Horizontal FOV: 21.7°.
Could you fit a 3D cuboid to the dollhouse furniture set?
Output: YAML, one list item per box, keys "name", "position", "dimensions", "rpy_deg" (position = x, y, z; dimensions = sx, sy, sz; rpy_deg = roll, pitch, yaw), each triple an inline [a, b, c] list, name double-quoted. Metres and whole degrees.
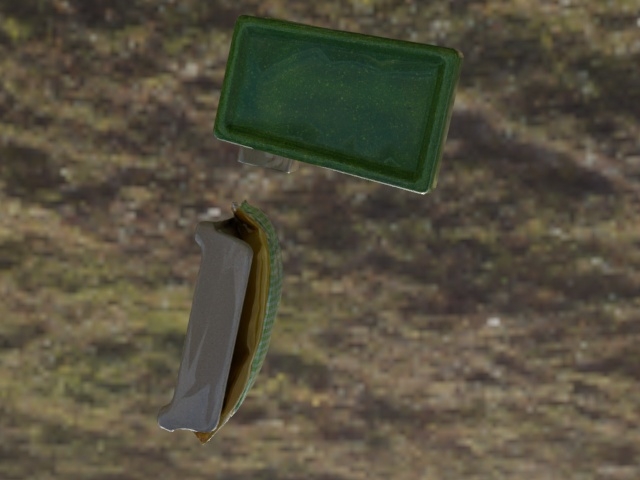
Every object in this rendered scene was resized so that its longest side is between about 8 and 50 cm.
- name: "dollhouse furniture set"
  position: [0.000, 0.000, 1.196]
  dimensions: [0.151, 0.302, 0.197]
  rpy_deg: [13, -174, 6]
